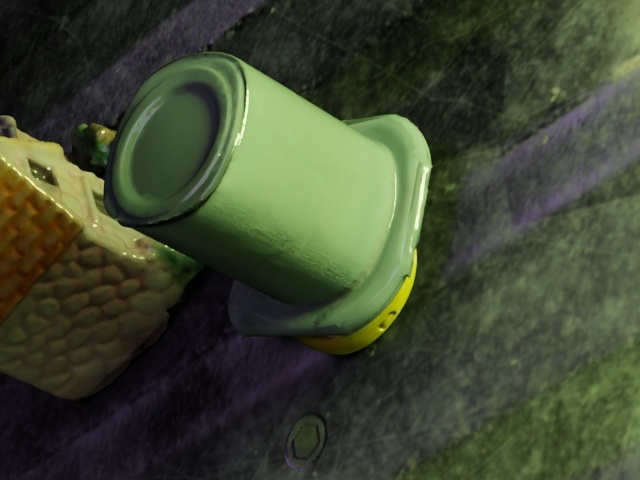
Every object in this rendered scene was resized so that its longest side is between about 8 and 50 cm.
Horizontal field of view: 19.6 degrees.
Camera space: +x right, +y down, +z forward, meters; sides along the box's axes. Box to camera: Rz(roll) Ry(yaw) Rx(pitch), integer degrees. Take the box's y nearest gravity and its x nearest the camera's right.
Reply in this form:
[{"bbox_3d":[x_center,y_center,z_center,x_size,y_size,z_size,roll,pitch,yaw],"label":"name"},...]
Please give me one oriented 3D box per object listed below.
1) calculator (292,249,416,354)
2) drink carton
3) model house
[{"bbox_3d":[0.000,0.000,1.500,0.146,0.032,0.235,-52,41,12],"label":"calculator"},{"bbox_3d":[-0.044,-0.047,1.409,0.191,0.189,0.185,-1,64,44],"label":"drink carton"},{"bbox_3d":[-0.266,-0.024,1.644,0.202,0.237,0.237,-44,42,24],"label":"model house"}]
